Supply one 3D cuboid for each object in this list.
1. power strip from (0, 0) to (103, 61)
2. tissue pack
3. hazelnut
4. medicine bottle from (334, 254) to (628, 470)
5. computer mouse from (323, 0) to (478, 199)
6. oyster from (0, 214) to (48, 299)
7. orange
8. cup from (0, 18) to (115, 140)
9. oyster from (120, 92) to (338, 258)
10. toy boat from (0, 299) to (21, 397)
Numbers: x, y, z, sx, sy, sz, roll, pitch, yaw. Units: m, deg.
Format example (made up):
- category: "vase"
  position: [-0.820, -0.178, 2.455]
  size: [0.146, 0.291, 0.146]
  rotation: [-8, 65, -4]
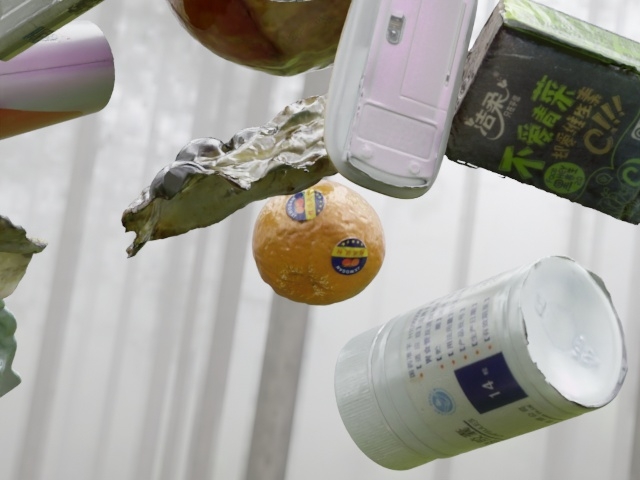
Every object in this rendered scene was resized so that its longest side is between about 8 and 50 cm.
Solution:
- category: "power strip"
  position: [-0.240, -0.273, 1.960]
  size: [0.268, 0.092, 0.034]
  rotation: [-27, -29, 29]
- category: "tissue pack"
  position: [0.250, -0.128, 1.939]
  size: [0.235, 0.073, 0.173]
  rotation: [19, -56, -10]
- category: "hazelnut"
  position: [-0.044, -0.398, 2.679]
  size: [0.365, 0.366, 0.366]
  rotation: [8, -14, 2]
- category: "medicine bottle"
  position: [0.185, 0.153, 2.364]
  size: [0.190, 0.190, 0.332]
  rotation: [20, -31, -38]
- category: "computer mouse"
  position: [0.078, -0.160, 1.839]
  size: [0.126, 0.245, 0.056]
  rotation: [16, -11, -19]
- category: "oyster"
  position: [-0.335, 0.051, 1.666]
  size: [0.083, 0.214, 0.223]
  rotation: [48, 9, 13]
- category: "orange"
  position: [-0.002, 0.002, 2.565]
  size: [0.177, 0.155, 0.178]
  rotation: [-3, -38, -3]
- category: "cup"
  position: [-0.429, -0.214, 2.630]
  size: [0.288, 0.203, 0.203]
  rotation: [-15, 4, -41]
- category: "oyster"
  position: [-0.057, -0.088, 2.086]
  size: [0.361, 0.096, 0.221]
  rotation: [-22, 2, -28]
- category: "toy boat"
  position: [-0.444, 0.111, 2.225]
  size: [0.199, 0.100, 0.290]
  rotation: [-31, -33, -4]
